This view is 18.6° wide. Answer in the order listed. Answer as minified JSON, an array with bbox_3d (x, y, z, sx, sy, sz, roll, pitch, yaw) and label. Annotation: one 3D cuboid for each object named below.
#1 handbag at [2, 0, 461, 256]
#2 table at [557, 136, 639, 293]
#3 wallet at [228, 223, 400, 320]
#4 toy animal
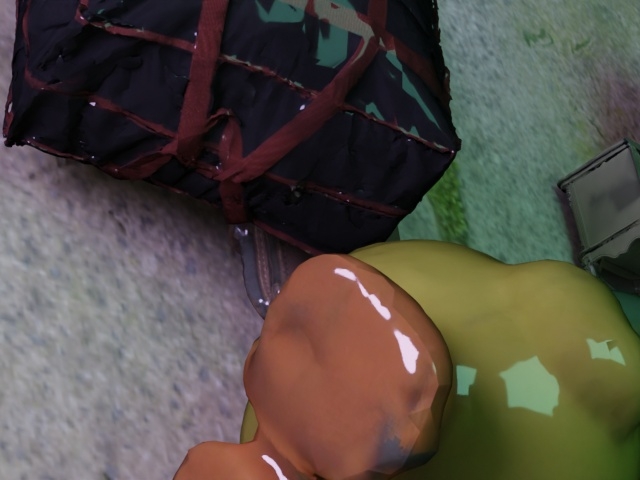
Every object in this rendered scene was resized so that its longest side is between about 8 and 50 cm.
[{"bbox_3d":[-0.045,-0.093,0.942,0.215,0.155,0.169,19,40,-20],"label":"handbag"},{"bbox_3d":[0.207,-0.007,1.275,0.079,0.062,0.083,21,46,-40],"label":"table"},{"bbox_3d":[0.000,0.000,1.034,0.118,0.039,0.153,30,37,-34],"label":"wallet"},{"bbox_3d":[0.071,0.095,0.902,0.338,0.216,0.191,12,26,-44],"label":"toy animal"}]
